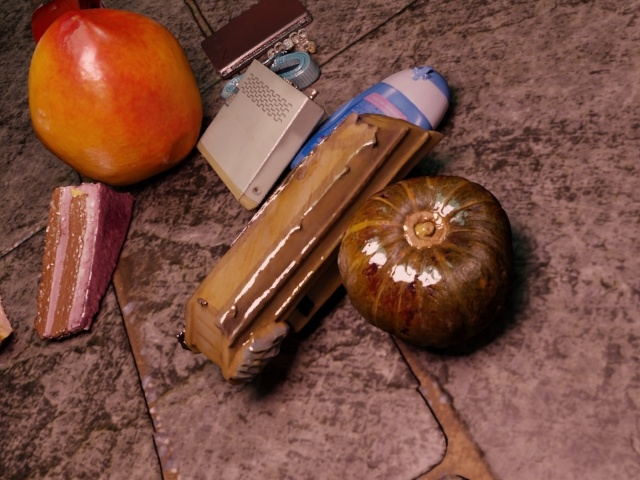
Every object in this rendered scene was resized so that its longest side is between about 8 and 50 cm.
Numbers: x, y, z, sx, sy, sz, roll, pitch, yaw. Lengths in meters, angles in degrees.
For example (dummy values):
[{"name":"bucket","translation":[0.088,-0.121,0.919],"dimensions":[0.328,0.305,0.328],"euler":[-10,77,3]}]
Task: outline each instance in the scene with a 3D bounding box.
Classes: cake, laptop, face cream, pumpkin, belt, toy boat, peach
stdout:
[{"name":"cake","translation":[-0.401,0.023,1.420],"dimensions":[0.115,0.113,0.295],"euler":[-11,54,26]},{"name":"laptop","translation":[-0.127,-0.404,1.667],"dimensions":[0.207,0.026,0.154],"euler":[-34,41,1]},{"name":"face cream","translation":[0.082,-0.162,1.283],"dimensions":[0.264,0.083,0.149],"euler":[-41,56,-5]},{"name":"pumpkin","translation":[0.127,0.031,1.050],"dimensions":[0.218,0.162,0.219],"euler":[-2,61,3]},{"name":"belt","translation":[-0.091,-0.293,1.523],"dimensions":[0.179,0.065,0.100],"euler":[-19,56,16]},{"name":"belt","translation":[-0.460,-0.377,1.707],"dimensions":[0.115,0.227,0.324],"euler":[-27,33,4]},{"name":"toy boat","translation":[0.000,0.000,1.140],"dimensions":[0.136,0.162,0.445],"euler":[29,75,43]},{"name":"peach","translation":[-0.340,-0.238,1.429],"dimensions":[0.289,0.289,0.308],"euler":[-51,4,-15]}]

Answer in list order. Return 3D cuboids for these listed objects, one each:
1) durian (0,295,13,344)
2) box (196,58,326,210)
[{"name":"durian","translation":[-0.653,0.156,1.467],"dimensions":[0.305,0.185,0.196],"euler":[39,103,37]},{"name":"box","translation":[-0.100,-0.179,1.374],"dimensions":[0.211,0.045,0.270],"euler":[-55,31,6]}]
